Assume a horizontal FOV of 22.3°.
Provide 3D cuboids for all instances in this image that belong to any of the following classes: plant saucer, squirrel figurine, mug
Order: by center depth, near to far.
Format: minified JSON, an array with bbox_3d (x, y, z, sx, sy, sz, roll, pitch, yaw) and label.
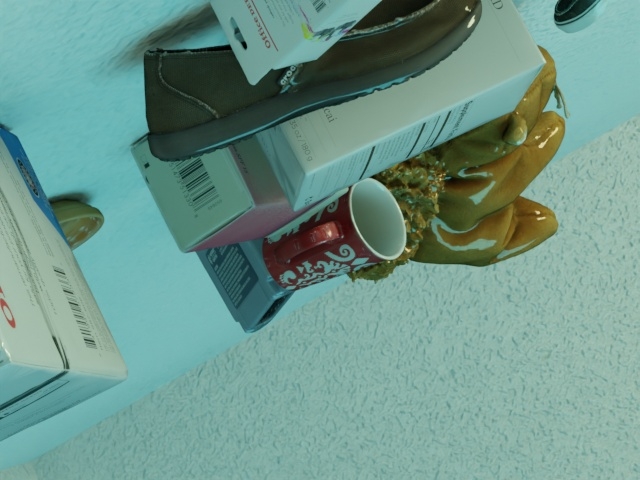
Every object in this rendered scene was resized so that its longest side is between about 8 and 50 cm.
[{"bbox_3d":[-0.370,0.001,2.053,0.200,0.037,0.200,-27,172,-4],"label":"plant saucer"},{"bbox_3d":[0.001,-0.008,2.139,0.169,0.113,0.150,-24,146,37],"label":"mug"},{"bbox_3d":[0.166,-0.114,2.248,0.397,0.281,0.370,-26,165,-20],"label":"squirrel figurine"}]

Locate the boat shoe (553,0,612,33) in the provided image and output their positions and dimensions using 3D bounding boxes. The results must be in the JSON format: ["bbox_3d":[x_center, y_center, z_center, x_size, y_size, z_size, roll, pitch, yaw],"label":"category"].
[{"bbox_3d":[0.353,-0.347,2.073,0.070,0.078,0.219,21,143,-19],"label":"boat shoe"}]

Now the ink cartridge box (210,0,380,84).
[{"bbox_3d":[-0.019,-0.232,1.513,0.061,0.104,0.181,-18,168,-40],"label":"ink cartridge box"}]

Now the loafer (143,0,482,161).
[{"bbox_3d":[-0.013,-0.195,1.618,0.366,0.130,0.134,-22,-169,-8],"label":"loafer"}]

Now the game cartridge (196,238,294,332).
[{"bbox_3d":[-0.115,0.017,2.358,0.062,0.198,0.297,-24,171,-17],"label":"game cartridge"}]

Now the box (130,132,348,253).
[{"bbox_3d":[-0.095,-0.086,1.992,0.127,0.148,0.232,-32,171,29],"label":"box"}]

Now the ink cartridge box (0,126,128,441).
[{"bbox_3d":[-0.343,0.025,1.463,0.166,0.285,0.395,-27,171,3],"label":"ink cartridge box"}]

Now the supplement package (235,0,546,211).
[{"bbox_3d":[0.068,-0.186,1.798,0.293,0.177,0.175,-26,171,-10],"label":"supplement package"}]

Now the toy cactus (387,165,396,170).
[{"bbox_3d":[0.024,-0.164,1.952,0.180,0.219,0.112,7,160,20],"label":"toy cactus"}]
